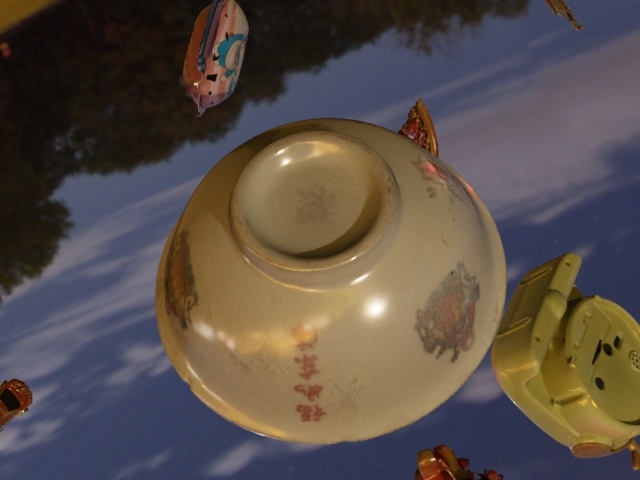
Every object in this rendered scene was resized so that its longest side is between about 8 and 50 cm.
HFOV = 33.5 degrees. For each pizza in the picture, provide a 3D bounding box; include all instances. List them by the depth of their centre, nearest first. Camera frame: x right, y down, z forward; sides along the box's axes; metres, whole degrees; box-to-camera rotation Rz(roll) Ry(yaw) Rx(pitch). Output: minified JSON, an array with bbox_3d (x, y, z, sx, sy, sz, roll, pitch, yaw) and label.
[{"bbox_3d":[0.146,-0.143,1.561,0.029,0.099,0.100,-15,155,-25],"label":"pizza"}]

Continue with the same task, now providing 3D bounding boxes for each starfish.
[{"bbox_3d":[0.414,-0.471,2.055,0.053,0.208,0.176,-64,-148,9],"label":"starfish"}]

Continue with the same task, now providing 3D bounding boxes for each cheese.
[{"bbox_3d":[-0.149,-0.270,1.486,0.074,0.189,0.286,14,177,-2],"label":"cheese"}]

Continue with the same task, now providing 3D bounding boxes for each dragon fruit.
[{"bbox_3d":[0.191,0.349,1.364,0.150,0.207,0.133,-37,-175,-11],"label":"dragon fruit"}]

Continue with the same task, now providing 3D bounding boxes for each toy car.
[{"bbox_3d":[-0.479,0.252,1.568,0.122,0.059,0.035,-37,-179,-31],"label":"toy car"}]

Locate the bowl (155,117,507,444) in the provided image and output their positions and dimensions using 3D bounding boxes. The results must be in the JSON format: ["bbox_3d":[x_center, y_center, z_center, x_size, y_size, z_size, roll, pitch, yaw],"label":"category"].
[{"bbox_3d":[0.000,0.000,1.225,0.435,0.435,0.196,-29,152,-9],"label":"bowl"}]

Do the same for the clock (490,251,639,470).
[{"bbox_3d":[0.384,0.186,1.483,0.096,0.308,0.235,-33,-162,44],"label":"clock"}]
